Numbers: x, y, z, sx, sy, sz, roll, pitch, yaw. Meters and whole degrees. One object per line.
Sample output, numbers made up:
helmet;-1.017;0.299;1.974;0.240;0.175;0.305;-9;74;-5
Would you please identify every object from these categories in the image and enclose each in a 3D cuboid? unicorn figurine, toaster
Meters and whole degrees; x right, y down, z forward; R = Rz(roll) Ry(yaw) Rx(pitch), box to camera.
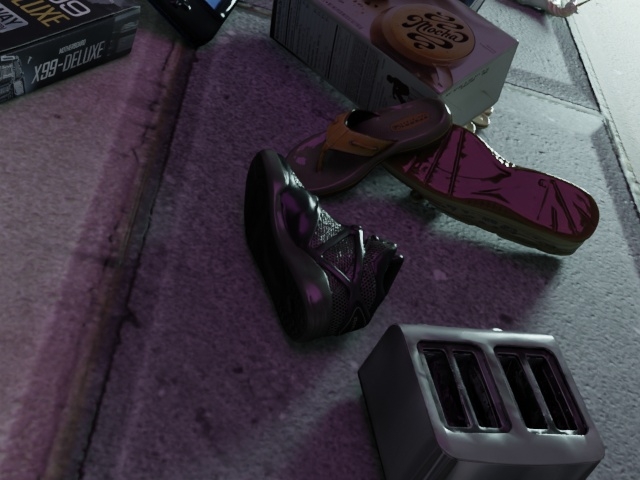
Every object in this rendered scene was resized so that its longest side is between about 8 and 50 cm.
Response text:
unicorn figurine;0.414;-0.451;1.647;0.162;0.060;0.111;8;40;7
toaster;0.135;0.163;0.784;0.168;0.110;0.185;6;43;-19

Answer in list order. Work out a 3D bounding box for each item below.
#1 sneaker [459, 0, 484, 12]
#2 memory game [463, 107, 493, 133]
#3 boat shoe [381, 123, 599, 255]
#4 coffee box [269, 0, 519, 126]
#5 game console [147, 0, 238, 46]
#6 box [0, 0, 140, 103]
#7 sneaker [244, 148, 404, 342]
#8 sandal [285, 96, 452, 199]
sneaker;0.202;-0.460;1.512;0.164;0.086;0.226;25;29;-15
memory game;0.161;-0.210;1.285;0.186;0.012;0.186;13;41;-11
boat shoe;0.191;-0.058;1.089;0.285;0.089;0.104;28;66;10
coffee box;0.092;-0.274;1.213;0.168;0.118;0.297;-35;65;-30
game console;-0.147;-0.453;1.183;0.250;0.173;0.293;44;46;-22
box;-0.410;-0.294;1.055;0.307;0.076;0.242;36;41;15
sneaker;0.000;0.000;0.922;0.130;0.087;0.227;-2;49;-30
sandal;0.053;-0.120;1.041;0.219;0.060;0.090;-22;56;-4
